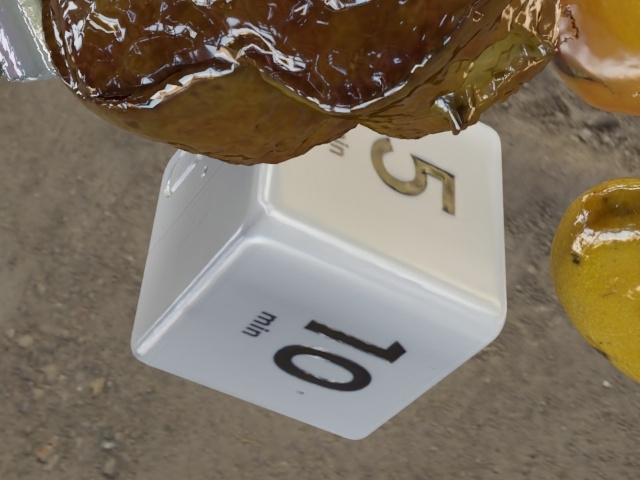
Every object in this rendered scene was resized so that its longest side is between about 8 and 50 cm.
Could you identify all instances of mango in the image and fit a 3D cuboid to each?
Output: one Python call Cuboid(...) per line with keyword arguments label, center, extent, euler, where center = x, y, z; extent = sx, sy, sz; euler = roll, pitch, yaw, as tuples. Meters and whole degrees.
Cuboid(label="mango", center=(0.314, 0.042, 1.151), extent=(0.177, 0.295, 0.120), euler=(-17, 36, 36))

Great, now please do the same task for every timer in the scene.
Cuboid(label="timer", center=(0.000, 0.000, 0.895), extent=(0.192, 0.195, 0.194), euler=(-45, 29, 43))

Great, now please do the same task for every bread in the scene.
Cuboid(label="bread", center=(-0.005, -0.134, 0.441), extent=(0.247, 0.135, 0.232), euler=(-27, 63, 17))

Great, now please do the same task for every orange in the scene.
Cuboid(label="orange", center=(0.399, -0.272, 1.550), extent=(0.246, 0.246, 0.246), euler=(-9, 72, 27))

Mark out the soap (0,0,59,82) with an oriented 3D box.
Cuboid(label="soap", center=(-0.280, -0.180, 1.187), extent=(0.302, 0.159, 0.257), euler=(61, 141, 25))
